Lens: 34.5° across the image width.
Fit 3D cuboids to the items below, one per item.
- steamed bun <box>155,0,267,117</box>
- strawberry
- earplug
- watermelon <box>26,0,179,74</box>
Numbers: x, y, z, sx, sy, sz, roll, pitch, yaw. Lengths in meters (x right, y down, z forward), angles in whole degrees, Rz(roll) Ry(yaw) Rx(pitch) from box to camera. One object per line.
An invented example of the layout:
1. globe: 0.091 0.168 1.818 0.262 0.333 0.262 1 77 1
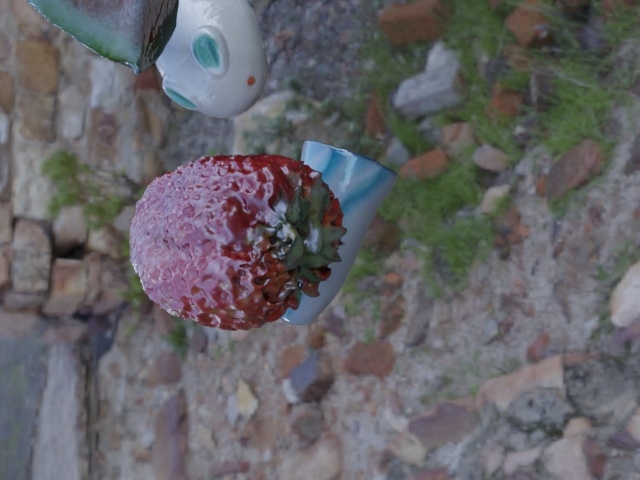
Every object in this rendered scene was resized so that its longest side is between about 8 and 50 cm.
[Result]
1. steamed bun: -0.179 -0.291 1.569 0.177 0.131 0.228 -44 64 40
2. strawberry: -0.159 -0.013 1.632 0.351 0.312 0.267 19 135 31
3. earplug: 0.000 0.000 1.868 0.185 0.185 0.324 14 82 61
4. watermelon: -0.237 -0.382 1.134 0.258 0.387 0.228 -28 31 13
